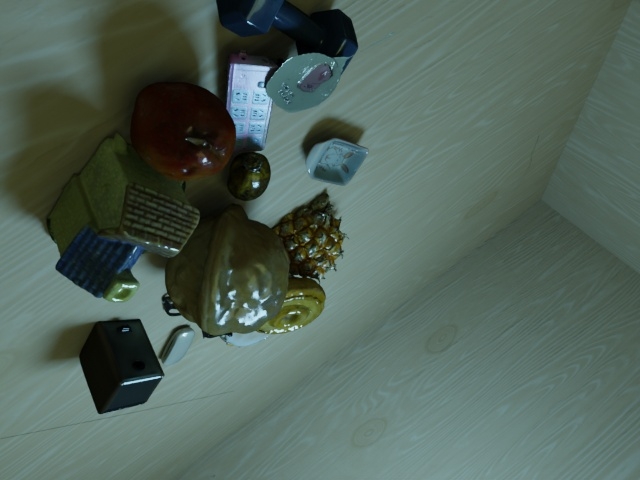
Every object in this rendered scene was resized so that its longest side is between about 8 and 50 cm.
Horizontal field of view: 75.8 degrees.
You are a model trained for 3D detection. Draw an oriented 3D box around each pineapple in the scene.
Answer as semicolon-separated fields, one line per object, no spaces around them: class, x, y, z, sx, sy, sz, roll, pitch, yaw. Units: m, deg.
pineapple;0.001;-0.003;1.485;0.344;0.209;0.286;-2;133;-45

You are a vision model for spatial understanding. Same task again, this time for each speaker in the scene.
speaker;-0.627;0.392;1.295;0.153;0.231;0.193;9;125;-52

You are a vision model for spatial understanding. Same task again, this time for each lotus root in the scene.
lotus root;-0.195;-0.169;1.121;0.120;0.120;0.209;-22;174;-27

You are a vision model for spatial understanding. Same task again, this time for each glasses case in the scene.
glasses case;-0.549;0.409;1.582;0.081;0.051;0.204;2;130;-50

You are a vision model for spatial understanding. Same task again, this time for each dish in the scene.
dish;0.037;-0.266;1.319;0.234;0.064;0.154;2;130;-50

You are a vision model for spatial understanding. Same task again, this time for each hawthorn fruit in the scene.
hawthorn fruit;-0.274;-0.214;0.842;0.210;0.262;0.211;-13;122;-23

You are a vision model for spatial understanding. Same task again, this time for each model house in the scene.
model house;-0.427;-0.020;0.941;0.321;0.266;0.261;-47;145;13

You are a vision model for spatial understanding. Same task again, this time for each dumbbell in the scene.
dumbbell;-0.062;-0.464;0.870;0.316;0.156;0.144;5;99;-51

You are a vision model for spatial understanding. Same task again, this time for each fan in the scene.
fan;0.026;-0.383;0.920;0.310;0.010;0.182;-25;160;15

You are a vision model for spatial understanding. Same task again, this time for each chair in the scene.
chair;-0.411;0.253;1.372;0.229;0.113;0.106;-2;129;-9

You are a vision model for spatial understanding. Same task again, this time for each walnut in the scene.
walnut;-0.262;0.095;1.207;0.383;0.384;0.384;-28;148;-19

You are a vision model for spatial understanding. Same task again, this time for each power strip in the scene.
power strip;-0.172;-0.316;0.980;0.109;0.038;0.279;-3;148;-19

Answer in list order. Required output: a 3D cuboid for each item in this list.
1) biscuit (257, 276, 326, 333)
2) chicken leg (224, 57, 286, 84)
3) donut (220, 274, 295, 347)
biscuit;-0.119;0.244;1.464;0.296;0.102;0.296;-14;142;-11
chicken leg;-0.139;-0.389;0.967;0.178;0.070;0.093;-10;157;-23
donut;-0.244;0.256;1.623;0.382;0.142;0.383;-28;148;-19
